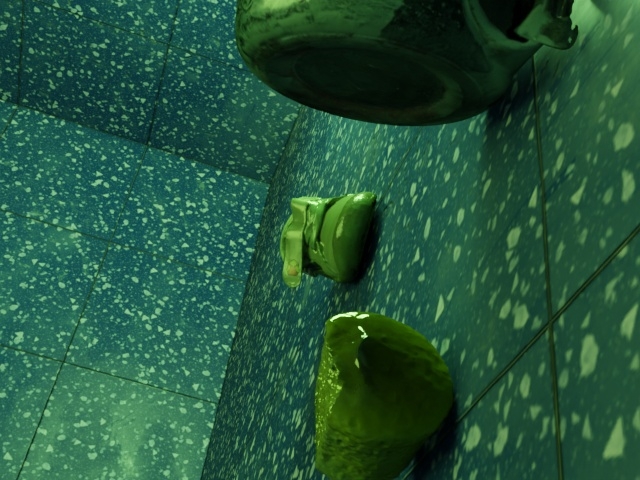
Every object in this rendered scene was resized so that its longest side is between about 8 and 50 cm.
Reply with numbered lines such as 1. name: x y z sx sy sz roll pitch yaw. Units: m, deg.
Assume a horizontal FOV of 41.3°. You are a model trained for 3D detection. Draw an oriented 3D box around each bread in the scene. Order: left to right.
1. bread: 0.047 0.134 0.716 0.129 0.111 0.114 -84 10 -45

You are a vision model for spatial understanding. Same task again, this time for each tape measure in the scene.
1. tape measure: 0.064 -0.203 0.769 0.256 0.275 0.147 127 155 -78

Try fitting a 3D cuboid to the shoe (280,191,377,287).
1. shoe: 0.007 0.002 1.259 0.262 0.128 0.140 154 119 -82
